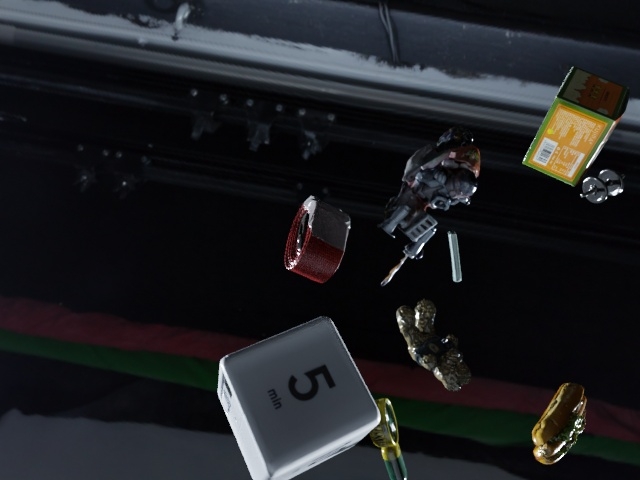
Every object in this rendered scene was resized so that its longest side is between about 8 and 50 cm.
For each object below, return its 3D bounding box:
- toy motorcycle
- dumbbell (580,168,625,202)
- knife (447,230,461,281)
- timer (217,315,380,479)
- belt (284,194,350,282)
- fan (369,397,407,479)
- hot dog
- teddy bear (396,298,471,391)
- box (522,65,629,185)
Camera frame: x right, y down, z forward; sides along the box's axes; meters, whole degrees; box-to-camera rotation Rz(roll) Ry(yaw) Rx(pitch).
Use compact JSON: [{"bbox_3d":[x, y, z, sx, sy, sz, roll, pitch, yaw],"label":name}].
[{"bbox_3d":[0.232,-0.078,1.314,0.134,0.207,0.401,37,-82,-29],"label":"toy motorcycle"},{"bbox_3d":[0.683,-0.132,1.402,0.147,0.069,0.069,-22,-35,-21],"label":"dumbbell"},{"bbox_3d":[0.388,0.046,1.678,0.023,0.044,0.162,-10,-67,5],"label":"knife"},{"bbox_3d":[-0.044,0.268,0.952,0.194,0.194,0.192,-19,-25,-21],"label":"timer"},{"bbox_3d":[0.000,0.000,1.382,0.124,0.201,0.128,26,-33,-23],"label":"belt"},{"bbox_3d":[0.118,0.357,1.022,0.039,0.082,0.155,-16,-86,14],"label":"fan"},{"bbox_3d":[0.715,0.544,1.706,0.100,0.337,0.135,7,-68,39],"label":"hot dog"},{"bbox_3d":[0.290,0.278,1.508,0.251,0.181,0.129,56,-42,15],"label":"teddy bear"},{"bbox_3d":[0.603,-0.268,1.368,0.148,0.177,0.195,28,-42,16],"label":"box"}]
